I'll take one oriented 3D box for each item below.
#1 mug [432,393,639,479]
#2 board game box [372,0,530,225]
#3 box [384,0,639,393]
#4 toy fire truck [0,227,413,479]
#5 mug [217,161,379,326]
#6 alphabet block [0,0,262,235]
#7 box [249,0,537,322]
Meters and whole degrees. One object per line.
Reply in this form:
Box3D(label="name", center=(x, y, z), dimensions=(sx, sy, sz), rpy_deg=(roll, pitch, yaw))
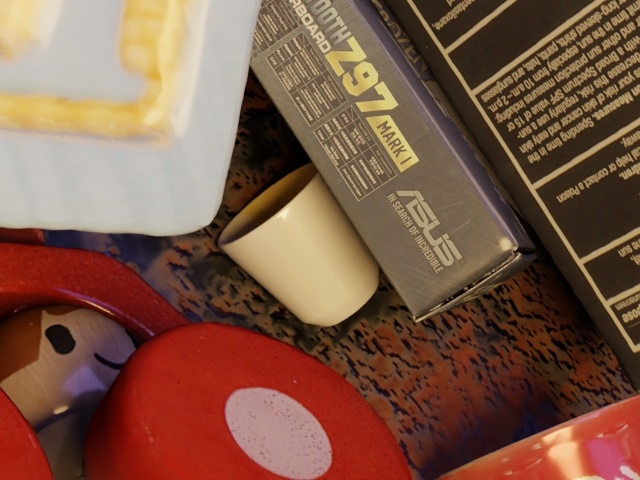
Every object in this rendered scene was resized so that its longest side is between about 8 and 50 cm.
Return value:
Box3D(label="mug", center=(0.147, 0.165, 0.673), dimensions=(0.150, 0.113, 0.169), rpy_deg=(-10, 72, -43))
Box3D(label="board game box", center=(0.135, -0.177, 0.931), dimensions=(0.318, 0.066, 0.318), rpy_deg=(46, 42, -7))
Box3D(label="box", center=(0.217, -0.126, 0.704), dimensions=(0.183, 0.296, 0.294), rpy_deg=(-30, 87, -42))
Box3D(label="toy fire truck", center=(-0.131, 0.061, 0.473), dimensions=(0.302, 0.169, 0.254), rpy_deg=(4, 41, -41))
Box3D(label="mug", center=(0.000, 0.001, 0.690), dimensions=(0.078, 0.062, 0.064), rpy_deg=(-44, 104, -23))
Box3D(label="alphabet block", center=(-0.148, -0.116, 0.484), dimensions=(0.193, 0.197, 0.192), rpy_deg=(5, 99, -41))
Box3D(label="box", center=(0.017, -0.074, 0.696), dimensions=(0.232, 0.059, 0.183), rpy_deg=(57, 9, 7))
